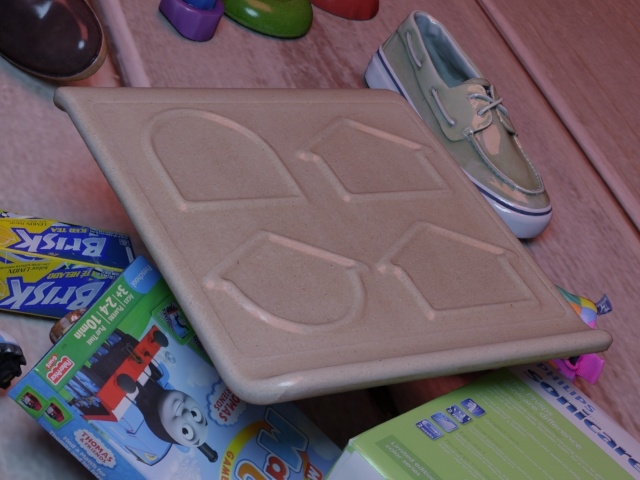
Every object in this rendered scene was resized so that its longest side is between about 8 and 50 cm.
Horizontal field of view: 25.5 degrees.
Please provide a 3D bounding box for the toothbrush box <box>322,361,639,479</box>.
[{"bbox_3d":[0.135,0.209,0.961,0.206,0.122,0.283,42,28,20],"label":"toothbrush box"}]

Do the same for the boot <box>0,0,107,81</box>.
[{"bbox_3d":[-0.308,-0.247,1.229,0.248,0.090,0.207,41,-2,20],"label":"boot"}]

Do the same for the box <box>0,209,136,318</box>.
[{"bbox_3d":[-0.224,0.016,1.050,0.168,0.054,0.059,11,29,-24],"label":"box"}]

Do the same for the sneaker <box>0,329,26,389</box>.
[{"bbox_3d":[-0.299,0.072,0.896,0.237,0.085,0.086,0,47,-38],"label":"sneaker"}]

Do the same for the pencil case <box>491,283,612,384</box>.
[{"bbox_3d":[0.127,0.053,1.217,0.236,0.104,0.104,23,33,-3],"label":"pencil case"}]

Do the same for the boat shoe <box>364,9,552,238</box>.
[{"bbox_3d":[0.146,-0.127,1.481,0.109,0.094,0.302,-4,45,-40],"label":"boat shoe"}]

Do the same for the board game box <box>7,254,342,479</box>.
[{"bbox_3d":[-0.089,0.127,0.965,0.211,0.039,0.160,45,32,-7],"label":"board game box"}]

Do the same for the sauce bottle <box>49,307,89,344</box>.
[{"bbox_3d":[-0.144,0.106,1.002,0.042,0.042,0.128,-14,61,-46],"label":"sauce bottle"}]

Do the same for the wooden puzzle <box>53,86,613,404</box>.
[{"bbox_3d":[0.000,0.000,1.059,0.322,0.080,0.348,-4,41,-37],"label":"wooden puzzle"}]

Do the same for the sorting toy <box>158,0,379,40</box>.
[{"bbox_3d":[-0.032,-0.314,1.580,0.127,0.126,0.365,41,34,19],"label":"sorting toy"}]
